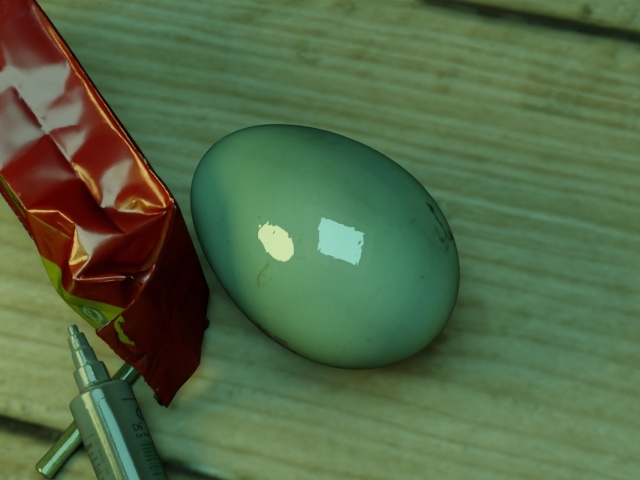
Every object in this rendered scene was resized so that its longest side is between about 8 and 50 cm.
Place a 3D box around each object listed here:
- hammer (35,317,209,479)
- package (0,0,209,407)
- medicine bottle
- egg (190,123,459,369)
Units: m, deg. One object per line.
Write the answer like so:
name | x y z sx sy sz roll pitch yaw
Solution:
hammer | -0.184 0.127 1.669 0.062 0.013 0.199 36 77 18
package | -0.227 -0.065 1.644 0.123 0.196 0.423 -33 67 -6
medicine bottle | -0.177 0.162 1.621 0.057 0.057 0.199 -23 74 -2
egg | 0.000 0.000 1.606 0.264 0.183 0.183 38 78 25
